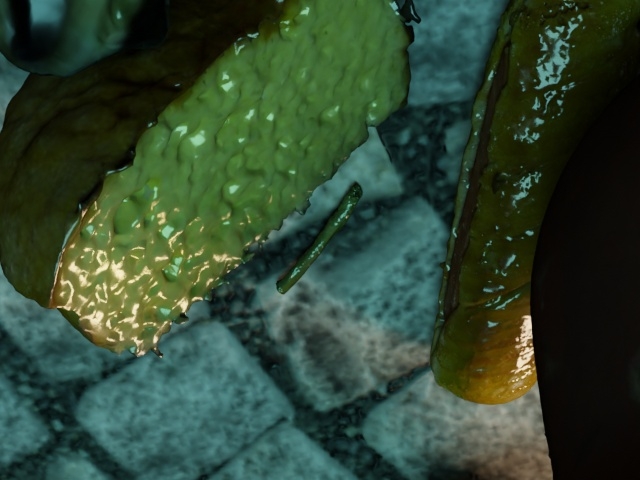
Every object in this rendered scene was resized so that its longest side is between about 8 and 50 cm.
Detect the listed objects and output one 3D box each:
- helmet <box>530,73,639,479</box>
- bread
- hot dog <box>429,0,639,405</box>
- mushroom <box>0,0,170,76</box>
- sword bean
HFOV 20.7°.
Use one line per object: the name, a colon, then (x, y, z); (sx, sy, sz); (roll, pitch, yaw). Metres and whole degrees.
helmet: (0.239, -0.003, 0.867); (0.385, 0.230, 0.337); (-16, 164, -12)
bread: (-0.076, -0.063, 0.894); (0.260, 0.134, 0.129); (-42, 141, -22)
hot dog: (0.118, -0.025, 0.973); (0.088, 0.061, 0.285); (-3, 124, -13)
mushroom: (-0.213, -0.214, 0.801); (0.344, 0.130, 0.247); (19, 116, -7)
sword bean: (0.000, 0.000, 1.011); (0.012, 0.012, 0.083); (30, 115, -19)
